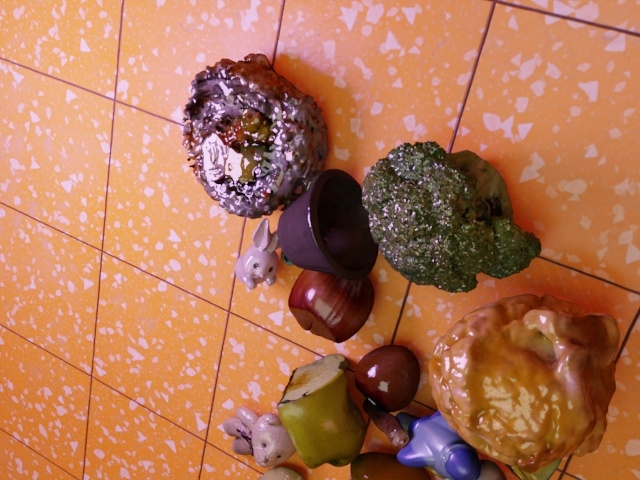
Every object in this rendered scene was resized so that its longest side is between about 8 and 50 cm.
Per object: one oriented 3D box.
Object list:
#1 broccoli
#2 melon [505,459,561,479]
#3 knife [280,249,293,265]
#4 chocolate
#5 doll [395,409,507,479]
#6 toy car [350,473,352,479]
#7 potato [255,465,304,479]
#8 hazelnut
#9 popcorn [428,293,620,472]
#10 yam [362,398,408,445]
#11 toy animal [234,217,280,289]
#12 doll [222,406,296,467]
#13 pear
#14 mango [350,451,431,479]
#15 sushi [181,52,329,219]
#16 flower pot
[{"bbox_3d":[0.257,-0.054,1.416,0.413,0.321,0.310,30,110,35],"label":"broccoli"},{"bbox_3d":[0.475,0.441,1.554,0.169,0.129,0.265,-35,65,-3],"label":"melon"},{"bbox_3d":[0.000,0.002,1.715,0.260,0.034,0.063,-28,90,29],"label":"knife"},{"bbox_3d":[0.179,0.344,1.669,0.176,0.176,0.177,9,110,25],"label":"chocolate"},{"bbox_3d":[0.324,0.555,1.585,0.365,0.187,0.376,47,141,13],"label":"doll"},{"bbox_3d":[0.176,0.696,1.830,0.205,0.056,0.095,40,118,12],"label":"toy car"},{"bbox_3d":[-0.111,0.739,2.001,0.149,0.081,0.120,26,86,36],"label":"potato"},{"bbox_3d":[0.032,0.147,1.675,0.212,0.181,0.181,35,147,15],"label":"hazelnut"},{"bbox_3d":[0.429,0.290,1.384,0.390,0.354,0.344,-11,95,10],"label":"popcorn"},{"bbox_3d":[0.162,0.462,1.679,0.056,0.241,0.057,-2,97,-15],"label":"yam"},{"bbox_3d":[-0.147,0.041,1.717,0.221,0.103,0.131,126,145,-51],"label":"toy animal"},{"bbox_3d":[-0.193,0.601,1.955,0.278,0.149,0.175,-17,131,43],"label":"doll"},{"bbox_3d":[0.027,0.472,1.725,0.176,0.286,0.282,-17,98,11],"label":"pear"},{"bbox_3d":[0.186,0.646,1.743,0.221,0.152,0.120,8,140,4],"label":"mango"},{"bbox_3d":[-0.174,-0.244,1.640,0.417,0.176,0.418,10,112,24],"label":"sushi"},{"bbox_3d":[0.004,-0.024,1.574,0.166,0.269,0.269,-14,99,36],"label":"flower pot"}]
